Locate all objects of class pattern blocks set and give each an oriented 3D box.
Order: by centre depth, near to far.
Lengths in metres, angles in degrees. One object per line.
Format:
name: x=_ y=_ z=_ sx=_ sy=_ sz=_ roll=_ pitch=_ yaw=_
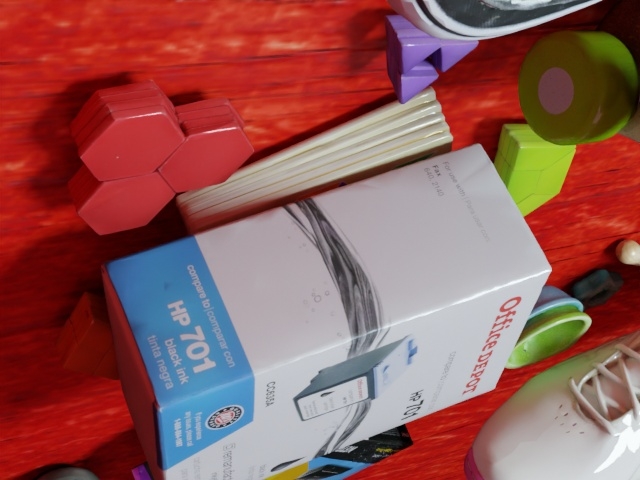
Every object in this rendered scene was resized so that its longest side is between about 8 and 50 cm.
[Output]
pattern blocks set: x=0.000 y=0.000 z=0.627 sx=0.286 sy=0.026 sz=0.324 roll=-17 pitch=151 yaw=-18

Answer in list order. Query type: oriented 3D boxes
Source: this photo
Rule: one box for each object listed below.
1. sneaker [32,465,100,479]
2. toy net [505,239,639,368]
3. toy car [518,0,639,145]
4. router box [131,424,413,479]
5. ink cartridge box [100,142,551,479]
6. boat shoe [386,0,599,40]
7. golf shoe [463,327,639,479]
sneaker: x=-0.187 y=0.231 z=0.819 sx=0.087 sy=0.130 sz=0.227 roll=-12 pitch=122 yaw=-23
toy net: x=0.219 y=0.043 z=0.874 sx=0.232 sy=0.045 sz=0.122 roll=-18 pitch=151 yaw=-16
toy car: x=0.198 y=-0.123 z=0.524 sx=0.155 sy=0.149 sz=0.188 roll=-9 pitch=119 yaw=-38
router box: x=-0.025 y=0.143 z=0.800 sx=0.133 sy=0.046 sz=0.179 roll=-28 pitch=162 yaw=12
ink cartridge box: x=0.000 y=0.045 z=0.587 sx=0.191 sy=0.082 sz=0.139 roll=-17 pitch=152 yaw=-14
boat shoe: x=0.163 y=-0.149 z=0.394 sx=0.306 sy=0.105 sz=0.113 roll=-26 pitch=130 yaw=-2
golf shoe: x=0.233 y=0.089 z=0.826 sx=0.306 sy=0.115 sz=0.140 roll=-21 pitch=141 yaw=-22
